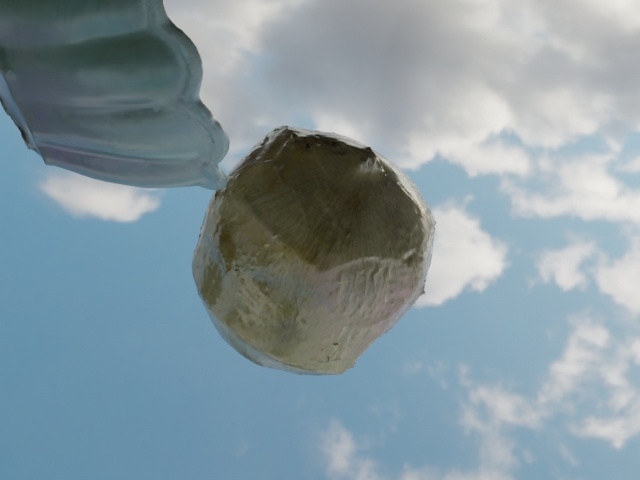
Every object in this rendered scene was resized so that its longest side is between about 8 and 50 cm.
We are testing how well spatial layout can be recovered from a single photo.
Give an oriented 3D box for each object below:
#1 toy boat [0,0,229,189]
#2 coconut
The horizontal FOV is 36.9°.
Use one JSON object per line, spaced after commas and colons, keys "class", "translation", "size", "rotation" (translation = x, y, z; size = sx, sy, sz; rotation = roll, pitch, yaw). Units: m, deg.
{"class": "toy boat", "translation": [-0.165, -0.132, 0.594], "size": [0.100, 0.199, 0.290], "rotation": [-29, -123, -17]}
{"class": "coconut", "translation": [-0.002, 0.001, 0.734], "size": [0.194, 0.194, 0.194], "rotation": [0, -145, 0]}
